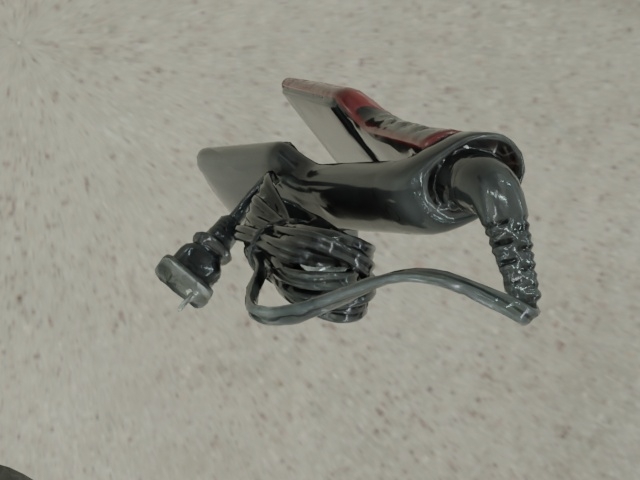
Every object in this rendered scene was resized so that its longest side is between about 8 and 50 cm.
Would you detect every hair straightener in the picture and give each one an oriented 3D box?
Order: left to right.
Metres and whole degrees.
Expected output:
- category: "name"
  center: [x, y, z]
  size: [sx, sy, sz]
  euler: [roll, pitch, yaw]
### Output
- category: "hair straightener"
  center: [0.000, 0.000, 0.455]
  size: [0.089, 0.230, 0.047]
  euler: [-40, 110, -6]

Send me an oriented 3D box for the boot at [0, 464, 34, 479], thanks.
- category: "boot"
  center: [-0.205, 0.305, 0.749]
  size: [0.131, 0.260, 0.348]
  euler: [18, 111, -27]
